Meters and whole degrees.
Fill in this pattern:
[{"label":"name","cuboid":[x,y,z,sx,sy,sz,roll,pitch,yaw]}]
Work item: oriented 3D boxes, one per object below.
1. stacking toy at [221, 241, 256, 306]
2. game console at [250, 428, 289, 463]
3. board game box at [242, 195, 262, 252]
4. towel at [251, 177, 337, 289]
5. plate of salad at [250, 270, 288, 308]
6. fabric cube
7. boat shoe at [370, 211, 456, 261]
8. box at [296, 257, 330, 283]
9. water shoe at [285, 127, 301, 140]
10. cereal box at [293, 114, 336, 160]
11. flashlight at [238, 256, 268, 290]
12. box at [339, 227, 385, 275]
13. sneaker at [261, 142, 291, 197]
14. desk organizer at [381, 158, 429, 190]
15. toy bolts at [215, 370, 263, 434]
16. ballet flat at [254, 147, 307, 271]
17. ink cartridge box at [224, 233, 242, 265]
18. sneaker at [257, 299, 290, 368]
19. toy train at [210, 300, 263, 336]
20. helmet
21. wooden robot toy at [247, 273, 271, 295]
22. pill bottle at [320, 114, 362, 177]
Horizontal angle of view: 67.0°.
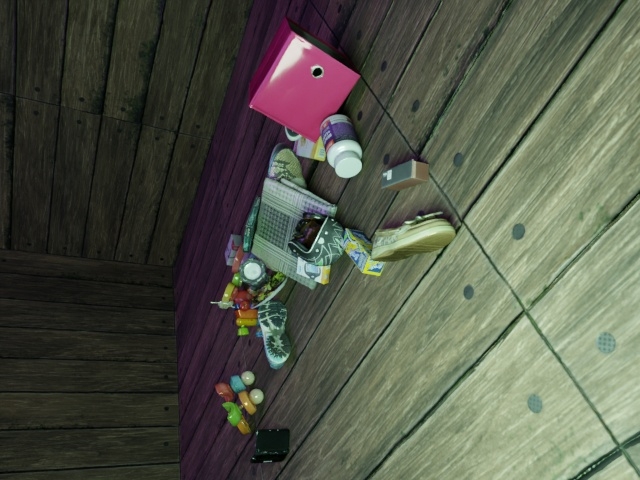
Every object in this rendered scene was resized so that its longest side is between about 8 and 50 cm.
[{"label":"stacking toy","cuboid":[-0.336,0.160,2.246,0.279,0.131,0.308,-74,3,-75]},{"label":"game console","cuboid":[-0.173,0.702,1.651,0.071,0.122,0.107,-108,35,-45]},{"label":"board game box","cuboid":[-0.247,-0.061,1.762,0.186,0.026,0.126,-81,4,-50]},{"label":"towel","cuboid":[-0.097,-0.033,1.667,0.324,0.056,0.312,28,115,33]},{"label":"plate of salad","cuboid":[-0.196,0.183,1.834,0.200,0.048,0.200,-39,8,7]},{"label":"fabric cube","cuboid":[-0.064,-0.520,1.565,0.258,0.254,0.259,-53,26,24]},{"label":"boat shoe","cuboid":[0.199,-0.014,1.119,0.285,0.105,0.089,155,117,-61]},{"label":"box","cuboid":[-0.029,0.083,1.577,0.136,0.028,0.081,17,109,35]},{"label":"water shoe","cuboid":[-0.099,-0.430,1.830,0.080,0.073,0.203,95,173,-50]},{"label":"cereal box","cuboid":[-0.029,-0.388,1.780,0.240,0.047,0.172,29,107,63]},{"label":"flashlight","cuboid":[-0.245,0.131,1.865,0.304,0.103,0.103,91,164,-82]},{"label":"box","cuboid":[0.115,0.029,1.334,0.054,0.059,0.169,-69,28,21]},{"label":"sneaker","cuboid":[-0.191,-0.247,2.009,0.169,0.108,0.292,-15,70,59]},{"label":"desk organizer","cuboid":[0.209,-0.159,1.205,0.130,0.050,0.047,-13,71,63]},{"label":"toy bolts","cuboid":[-0.309,0.657,2.002,0.228,0.159,0.218,46,164,48]},{"label":"ballet flat","cuboid":[-0.127,-0.093,1.811,0.182,0.164,0.482,38,124,37]},{"label":"ink cartridge box","cuboid":[-0.450,0.051,2.514,0.135,0.056,0.099,-65,31,30]},{"label":"sneaker","cuboid":[-0.181,0.349,1.806,0.283,0.110,0.122,-101,18,-45]},{"label":"toy train","cuboid":[-0.319,0.318,1.941,0.105,0.248,0.143,-30,60,59]},{"label":"helmet","cuboid":[0.000,0.000,1.463,0.162,0.169,0.169,16,98,29]},{"label":"wooden robot toy","cuboid":[-0.269,0.214,2.059,0.173,0.079,0.076,-64,30,33]},{"label":"pill bottle","cuboid":[0.066,-0.286,1.478,0.108,0.108,0.193,-57,34,41]}]
